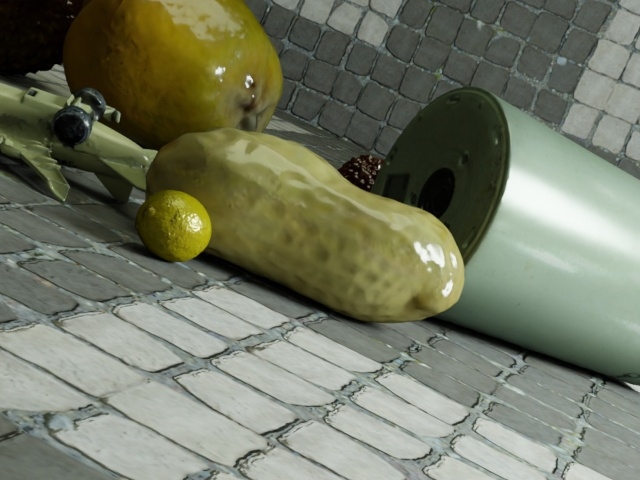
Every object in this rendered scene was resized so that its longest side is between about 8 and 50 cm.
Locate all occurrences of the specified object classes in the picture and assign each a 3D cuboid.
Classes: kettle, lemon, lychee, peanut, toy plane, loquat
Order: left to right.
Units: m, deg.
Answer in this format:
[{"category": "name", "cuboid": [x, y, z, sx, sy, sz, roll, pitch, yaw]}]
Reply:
[{"category": "lychee", "cuboid": [-0.423, -0.323, 1.833, 0.200, 0.200, 0.238, 20, -13, -23]}, {"category": "toy plane", "cuboid": [-0.273, -0.113, 1.286, 0.244, 0.092, 0.229, 26, 22, -8]}, {"category": "lemon", "cuboid": [-0.127, -0.012, 1.145, 0.062, 0.062, 0.083, 31, -3, 40]}, {"category": "loquat", "cuboid": [-0.193, -0.241, 1.749, 0.284, 0.276, 0.276, 30, 10, 19]}, {"category": "peanut", "cuboid": [-0.011, -0.019, 1.245, 0.319, 0.147, 0.147, 20, 9, -4]}, {"category": "lychee", "cuboid": [0.058, -0.047, 1.651, 0.123, 0.129, 0.123, 23, 30, -14]}, {"category": "kettle", "cuboid": [0.239, 0.017, 1.527, 0.377, 0.250, 0.361, 22, -17, -27]}]
